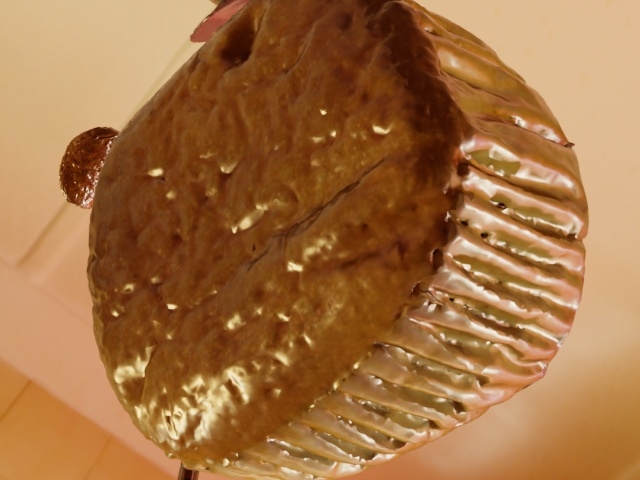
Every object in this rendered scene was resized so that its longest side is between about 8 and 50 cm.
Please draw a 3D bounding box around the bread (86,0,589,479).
[{"bbox_3d":[0.000,0.000,0.631,0.142,0.227,0.253,14,-39,-42],"label":"bread"}]

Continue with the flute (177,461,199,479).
[{"bbox_3d":[-0.075,0.138,0.699,0.014,0.269,0.014,2,-50,3],"label":"flute"}]

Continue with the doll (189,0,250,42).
[{"bbox_3d":[-0.064,-0.254,0.937,0.256,0.152,0.196,37,-57,-26],"label":"doll"}]

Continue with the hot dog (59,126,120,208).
[{"bbox_3d":[-0.215,-0.071,1.182,0.035,0.058,0.083,38,-77,37],"label":"hot dog"}]
